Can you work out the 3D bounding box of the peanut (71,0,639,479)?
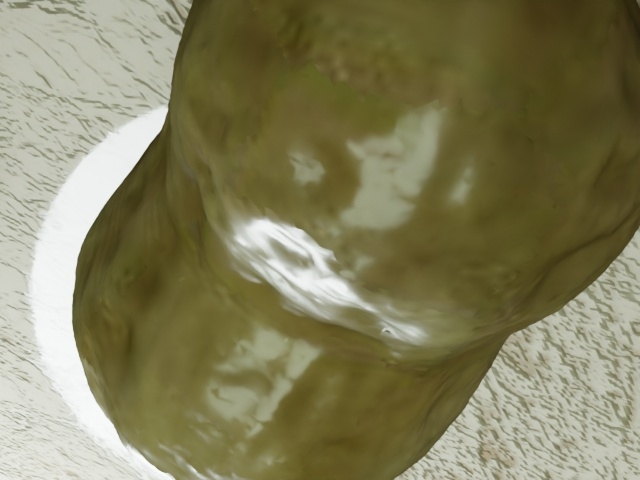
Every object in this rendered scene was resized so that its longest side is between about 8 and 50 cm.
[{"bbox_3d":[0.000,0.000,0.517,0.169,0.192,0.387,34,150,2],"label":"peanut"}]
